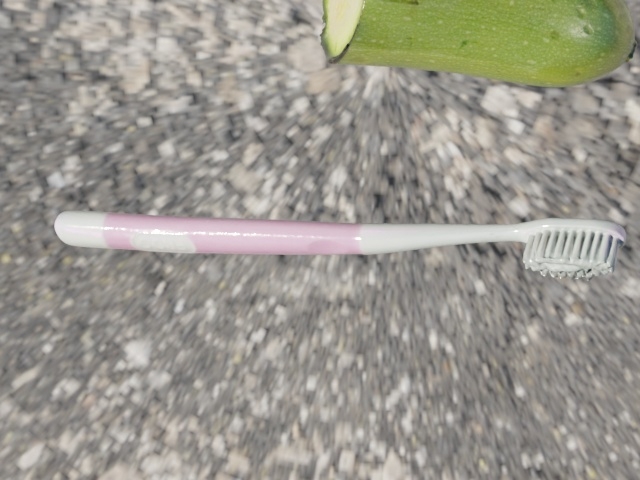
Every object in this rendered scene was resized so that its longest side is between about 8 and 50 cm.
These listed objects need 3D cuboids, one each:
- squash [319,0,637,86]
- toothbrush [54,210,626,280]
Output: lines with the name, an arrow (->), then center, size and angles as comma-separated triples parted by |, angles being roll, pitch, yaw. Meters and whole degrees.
squash -> 0.101, -0.141, 1.108 | 0.188, 0.095, 0.095 | 7, 96, -14
toothbrush -> 0.000, 0.000, 0.859 | 0.286, 0.025, 0.020 | 2, 139, 23
